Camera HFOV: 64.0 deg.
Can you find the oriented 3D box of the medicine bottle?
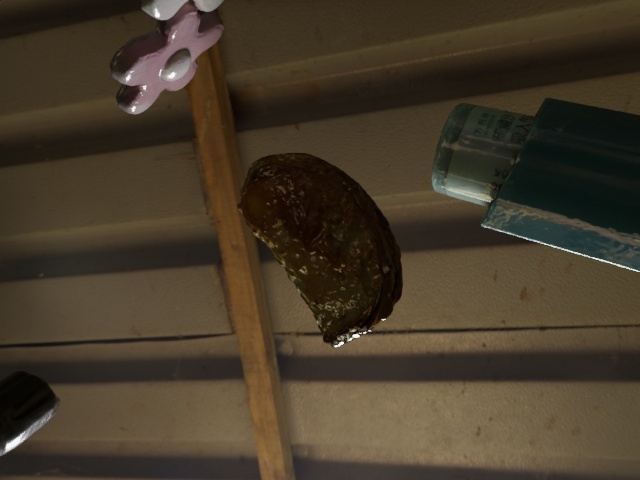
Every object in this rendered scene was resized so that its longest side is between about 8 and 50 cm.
[{"bbox_3d":[0.197,-0.013,0.307,0.259,0.079,0.124,21,-34,21],"label":"medicine bottle"}]

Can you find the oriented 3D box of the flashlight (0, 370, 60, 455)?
[{"bbox_3d":[-0.422,0.259,0.478,0.103,0.424,0.103,4,-74,14],"label":"flashlight"}]

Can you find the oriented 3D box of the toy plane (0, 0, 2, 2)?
[{"bbox_3d":[-0.168,-0.102,0.225,0.135,0.062,0.188,-36,-125,25],"label":"toy plane"}]

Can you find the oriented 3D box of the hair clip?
[{"bbox_3d":[-0.133,-0.225,0.480,0.075,0.146,0.257,34,-46,2],"label":"hair clip"}]

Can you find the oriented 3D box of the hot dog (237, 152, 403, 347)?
[{"bbox_3d":[0.003,0.001,0.674,0.259,0.114,0.175,57,-39,7],"label":"hot dog"}]
